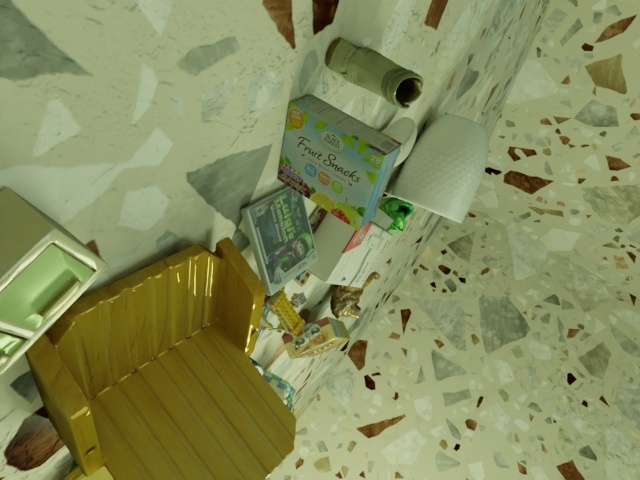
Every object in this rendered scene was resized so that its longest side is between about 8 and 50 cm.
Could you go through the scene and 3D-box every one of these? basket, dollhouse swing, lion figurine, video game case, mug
[{"bbox_3d":[-0.203,0.592,1.459,0.289,0.201,0.255,-60,165,-21],"label":"basket"},{"bbox_3d":[-0.198,0.243,0.706,0.347,0.305,0.315,-30,149,-41],"label":"dollhouse swing"},{"bbox_3d":[0.138,0.111,1.678,0.240,0.142,0.392,-30,134,-39],"label":"lion figurine"},{"bbox_3d":[-0.078,-0.008,0.926,0.173,0.022,0.190,-36,120,-47],"label":"video game case"},{"bbox_3d":[0.437,-0.273,1.607,0.374,0.276,0.328,-117,-131,-77],"label":"mug"}]

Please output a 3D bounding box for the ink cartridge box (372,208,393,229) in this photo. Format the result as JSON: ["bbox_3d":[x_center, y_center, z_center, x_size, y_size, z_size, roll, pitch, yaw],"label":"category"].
[{"bbox_3d":[0.181,-0.078,1.468,0.063,0.115,0.029,-45,171,-29],"label":"ink cartridge box"}]

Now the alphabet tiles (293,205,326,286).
[{"bbox_3d":[0.000,0.000,1.298,0.285,0.011,0.342,-55,161,-7],"label":"alphabet tiles"}]

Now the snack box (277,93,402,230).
[{"bbox_3d":[0.026,-0.145,0.818,0.070,0.207,0.174,-39,156,-42],"label":"snack box"}]

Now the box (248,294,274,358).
[{"bbox_3d":[-0.216,0.237,1.074,0.183,0.059,0.232,-21,139,-60],"label":"box"}]

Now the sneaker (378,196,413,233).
[{"bbox_3d":[0.230,-0.069,1.539,0.295,0.123,0.109,-43,129,-37],"label":"sneaker"}]

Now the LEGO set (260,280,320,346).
[{"bbox_3d":[-0.104,0.108,0.997,0.132,0.107,0.287,-20,96,-49],"label":"LEGO set"}]

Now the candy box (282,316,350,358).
[{"bbox_3d":[-0.006,0.370,1.653,0.183,0.087,0.316,-27,163,6],"label":"candy box"}]

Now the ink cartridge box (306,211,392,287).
[{"bbox_3d":[0.083,0.020,1.294,0.207,0.117,0.283,-60,154,6],"label":"ink cartridge box"}]

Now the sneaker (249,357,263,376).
[{"bbox_3d":[-0.228,0.422,1.313,0.081,0.080,0.211,-42,156,-44],"label":"sneaker"}]

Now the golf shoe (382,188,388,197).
[{"bbox_3d":[0.176,-0.157,1.365,0.176,0.086,0.069,-36,151,-49],"label":"golf shoe"}]

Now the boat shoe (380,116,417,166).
[{"bbox_3d":[0.173,-0.247,1.189,0.277,0.098,0.096,-50,161,-15],"label":"boat shoe"}]

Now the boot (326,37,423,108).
[{"bbox_3d":[0.125,-0.315,0.850,0.213,0.165,0.077,-18,138,-59],"label":"boot"}]

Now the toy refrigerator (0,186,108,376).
[{"bbox_3d":[-0.356,0.089,0.431,0.269,0.094,0.102,-51,160,-17],"label":"toy refrigerator"}]

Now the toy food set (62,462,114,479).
[{"bbox_3d":[-0.423,0.460,0.881,0.218,0.071,0.128,-30,112,-35],"label":"toy food set"}]
